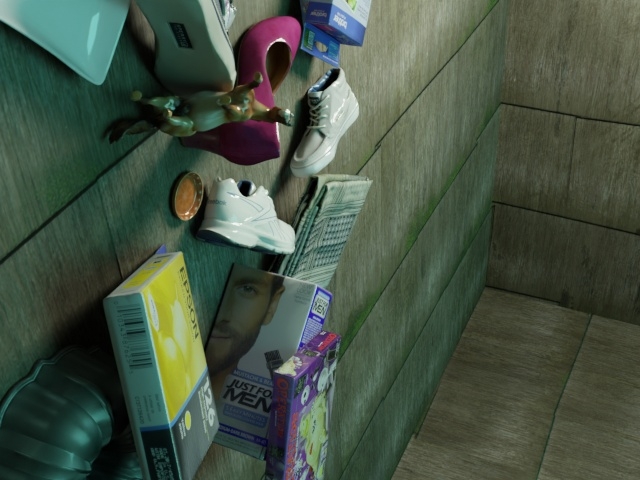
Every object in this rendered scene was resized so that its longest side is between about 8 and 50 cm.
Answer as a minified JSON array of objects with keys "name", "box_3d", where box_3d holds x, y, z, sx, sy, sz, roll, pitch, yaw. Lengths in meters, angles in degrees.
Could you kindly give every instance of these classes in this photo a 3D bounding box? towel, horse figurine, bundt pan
[{"name":"towel","box_3d":[0.000,0.000,1.845,0.324,0.056,0.312,-9,126,-65]},{"name":"horse figurine","box_3d":[-0.174,-0.189,1.218,0.174,0.263,0.066,77,2,-87]},{"name":"bundt pan","box_3d":[-0.341,0.325,1.214,0.331,0.124,0.330,-47,145,-50]}]

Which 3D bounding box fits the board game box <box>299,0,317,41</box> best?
[{"name":"board game box","box_3d":[0.019,-0.527,1.694,0.160,0.039,0.211,82,30,-42]}]

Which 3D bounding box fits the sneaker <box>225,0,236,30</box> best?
[{"name":"sneaker","box_3d":[-0.159,-0.385,1.356,0.069,0.038,0.098,-52,157,-48]}]

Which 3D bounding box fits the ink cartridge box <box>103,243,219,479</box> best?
[{"name":"ink cartridge box","box_3d":[-0.221,0.180,1.264,0.307,0.072,0.303,-63,143,-74]}]

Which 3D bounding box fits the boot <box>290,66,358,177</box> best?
[{"name":"boot","box_3d":[-0.007,-0.254,1.752,0.258,0.095,0.123,-61,139,-38]}]

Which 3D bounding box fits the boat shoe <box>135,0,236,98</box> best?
[{"name":"boat shoe","box_3d":[-0.175,-0.334,1.188,0.340,0.127,0.158,97,3,-71]}]

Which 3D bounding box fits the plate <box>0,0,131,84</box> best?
[{"name":"plate","box_3d":[-0.310,-0.362,0.990,0.277,0.045,0.277,31,74,-67]}]

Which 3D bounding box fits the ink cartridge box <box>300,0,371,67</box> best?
[{"name":"ink cartridge box","box_3d":[0.049,-0.508,1.647,0.186,0.065,0.311,3,101,-67]}]

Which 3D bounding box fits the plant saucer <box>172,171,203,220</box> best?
[{"name":"plant saucer","box_3d":[-0.225,-0.075,1.403,0.083,0.013,0.083,13,90,-68]}]

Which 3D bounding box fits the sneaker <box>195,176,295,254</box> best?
[{"name":"sneaker","box_3d":[-0.120,-0.042,1.561,0.297,0.111,0.129,15,82,-69]}]

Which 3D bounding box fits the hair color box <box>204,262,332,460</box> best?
[{"name":"hair color box","box_3d":[-0.121,0.231,1.603,0.110,0.185,0.338,42,63,-65]}]

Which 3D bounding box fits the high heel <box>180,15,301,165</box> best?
[{"name":"high heel","box_3d":[-0.073,-0.260,1.437,0.127,0.181,0.377,77,34,-48]}]

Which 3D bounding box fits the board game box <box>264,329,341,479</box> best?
[{"name":"board game box","box_3d":[-0.038,0.365,1.578,0.208,0.056,0.346,-28,129,-57]}]
